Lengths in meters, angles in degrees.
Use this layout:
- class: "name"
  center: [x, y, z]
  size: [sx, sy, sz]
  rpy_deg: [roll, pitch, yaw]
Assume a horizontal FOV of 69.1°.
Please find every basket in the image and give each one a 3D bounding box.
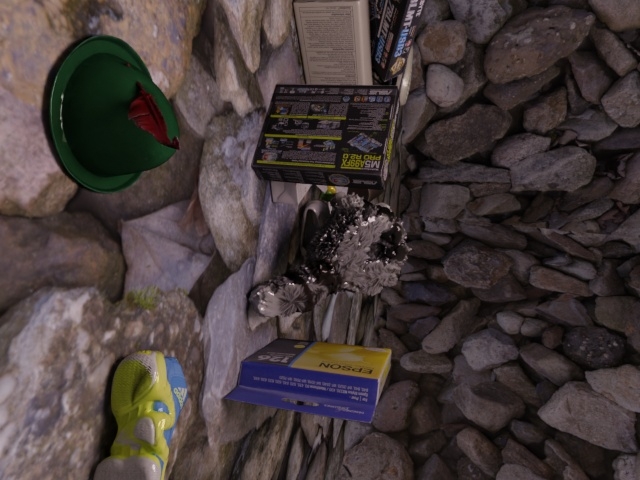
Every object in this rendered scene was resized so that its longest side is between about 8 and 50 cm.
- class: "basket"
  center: [0.147, -0.209, 1.699]
  size: [0.227, 0.154, 0.204]
  rpy_deg: [-52, 139, -56]

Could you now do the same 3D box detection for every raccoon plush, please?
- class: "raccoon plush"
  center: [0.000, 0.000, 1.160]
  size: [0.299, 0.447, 0.216]
  rpy_deg: [-144, -133, -60]

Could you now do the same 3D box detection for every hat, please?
- class: "hat"
  center: [-0.164, -0.124, 0.513]
  size: [0.173, 0.184, 0.208]
  rpy_deg: [77, 25, -53]

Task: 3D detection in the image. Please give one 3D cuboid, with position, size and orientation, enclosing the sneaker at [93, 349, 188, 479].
- class: "sneaker"
  center: [-0.228, 0.270, 0.637]
  size: [0.126, 0.091, 0.239]
  rpy_deg: [30, 67, -74]

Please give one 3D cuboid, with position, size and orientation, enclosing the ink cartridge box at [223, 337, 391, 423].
- class: "ink cartridge box"
  center: [-0.010, 0.293, 1.039]
  size: [0.307, 0.304, 0.072]
  rpy_deg: [-1, 95, -76]

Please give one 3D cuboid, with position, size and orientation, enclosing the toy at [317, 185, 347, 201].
- class: "toy"
  center: [0.029, -0.217, 1.383]
  size: [0.137, 0.056, 0.237]
  rpy_deg: [38, 47, -38]

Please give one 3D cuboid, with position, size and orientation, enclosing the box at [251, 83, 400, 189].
- class: "box"
  center: [0.015, -0.221, 0.964]
  size: [0.060, 0.270, 0.216]
  rpy_deg: [61, 38, -63]

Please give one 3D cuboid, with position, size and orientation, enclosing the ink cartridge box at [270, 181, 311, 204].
- class: "ink cartridge box"
  center: [-0.055, -0.183, 1.110]
  size: [0.198, 0.067, 0.115]
  rpy_deg: [-63, 155, -52]

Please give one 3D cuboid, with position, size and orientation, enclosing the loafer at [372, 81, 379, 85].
- class: "loafer"
  center: [0.177, -0.412, 1.782]
  size: [0.130, 0.134, 0.365]
  rpy_deg: [-45, 130, -60]

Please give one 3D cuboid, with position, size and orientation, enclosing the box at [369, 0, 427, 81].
- class: "box"
  center: [0.128, -0.598, 1.135]
  size: [0.073, 0.293, 0.295]
  rpy_deg: [-30, 162, -15]

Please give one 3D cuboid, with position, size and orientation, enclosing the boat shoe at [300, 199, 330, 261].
- class: "boat shoe"
  center: [-0.016, 0.029, 1.308]
  size: [0.096, 0.098, 0.276]
  rpy_deg: [-40, 125, -66]

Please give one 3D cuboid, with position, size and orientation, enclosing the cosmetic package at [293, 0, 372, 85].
- class: "cosmetic package"
  center: [0.043, -0.465, 1.170]
  size: [0.309, 0.160, 0.113]
  rpy_deg: [80, 22, -50]

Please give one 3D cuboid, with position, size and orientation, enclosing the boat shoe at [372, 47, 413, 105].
- class: "boat shoe"
  center: [0.193, -0.600, 1.474]
  size: [0.186, 0.156, 0.499]
  rpy_deg: [89, -3, -54]
